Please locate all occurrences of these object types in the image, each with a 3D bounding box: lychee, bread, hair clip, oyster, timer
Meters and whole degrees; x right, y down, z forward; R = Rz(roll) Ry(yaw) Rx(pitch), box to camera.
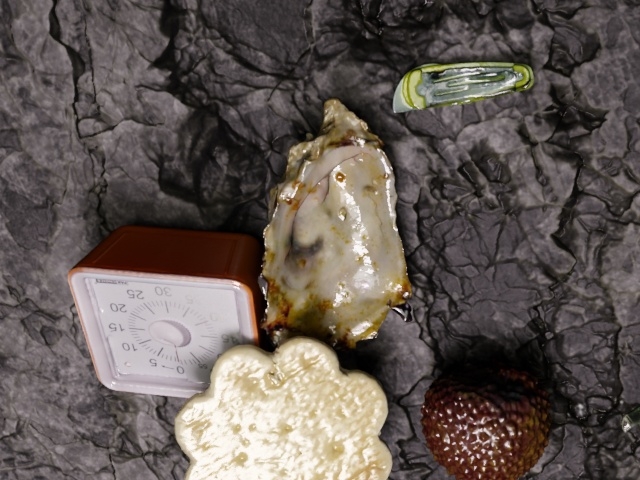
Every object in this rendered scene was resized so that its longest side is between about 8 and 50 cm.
[{"bbox_3d":[0.229,0.259,1.337,0.188,0.188,0.188,3,107,9],"label":"lychee"},{"bbox_3d":[-0.050,0.281,1.323,0.315,0.054,0.316,0,96,-3],"label":"bread"},{"bbox_3d":[0.187,-0.209,1.272,0.188,0.033,0.060,-5,104,14],"label":"hair clip"},{"bbox_3d":[-0.004,-0.010,1.321,0.221,0.096,0.361,-17,110,-17],"label":"oyster"},{"bbox_3d":[-0.204,0.118,1.383,0.257,0.161,0.250,4,117,9],"label":"timer"}]

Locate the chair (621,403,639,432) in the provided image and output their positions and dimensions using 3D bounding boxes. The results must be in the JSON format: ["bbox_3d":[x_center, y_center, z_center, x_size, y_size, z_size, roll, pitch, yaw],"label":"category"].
[{"bbox_3d":[0.548,0.235,1.264,0.203,0.274,0.190,-46,71,21],"label":"chair"}]
